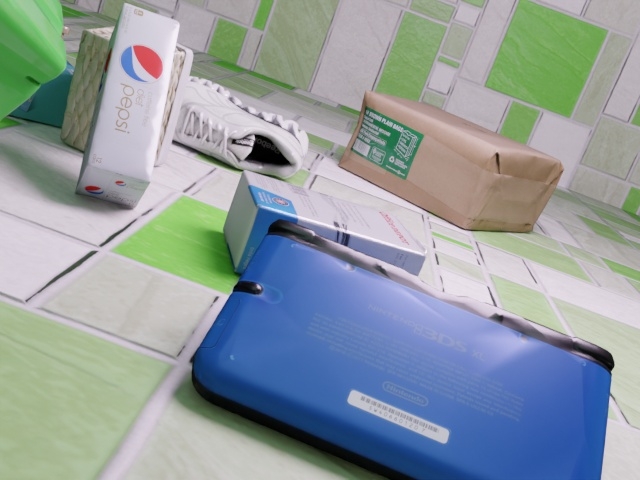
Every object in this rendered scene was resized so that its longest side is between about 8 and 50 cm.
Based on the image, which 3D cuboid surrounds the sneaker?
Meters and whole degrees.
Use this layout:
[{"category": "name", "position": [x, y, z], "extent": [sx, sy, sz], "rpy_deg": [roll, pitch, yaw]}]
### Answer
[{"category": "sneaker", "position": [-0.156, -0.175, 1.295], "extent": [0.292, 0.110, 0.118], "rpy_deg": [18, 24, -10]}]

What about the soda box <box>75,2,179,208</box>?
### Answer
[{"category": "soda box", "position": [-0.212, -0.150, 0.917], "extent": [0.069, 0.216, 0.074], "rpy_deg": [14, -27, -21]}]

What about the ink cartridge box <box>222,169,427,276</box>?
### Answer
[{"category": "ink cartridge box", "position": [0.000, 0.000, 0.902], "extent": [0.191, 0.082, 0.139], "rpy_deg": [17, 15, -17]}]

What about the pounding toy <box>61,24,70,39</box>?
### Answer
[{"category": "pounding toy", "position": [-0.584, -0.421, 1.476], "extent": [0.270, 0.154, 0.154], "rpy_deg": [14, 12, -25]}]

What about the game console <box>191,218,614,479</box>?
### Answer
[{"category": "game console", "position": [0.066, 0.118, 0.680], "extent": [0.293, 0.173, 0.250], "rpy_deg": [22, 46, 6]}]

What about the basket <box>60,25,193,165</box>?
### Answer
[{"category": "basket", "position": [-0.254, -0.185, 1.073], "extent": [0.113, 0.167, 0.103], "rpy_deg": [24, 21, 16]}]

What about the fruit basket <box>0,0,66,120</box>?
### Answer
[{"category": "fruit basket", "position": [-0.461, -0.303, 0.817], "extent": [0.392, 0.283, 0.392], "rpy_deg": [52, 14, -19]}]

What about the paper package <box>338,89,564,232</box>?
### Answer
[{"category": "paper package", "position": [0.258, -0.154, 1.638], "extent": [0.325, 0.168, 0.310], "rpy_deg": [32, 18, 34]}]

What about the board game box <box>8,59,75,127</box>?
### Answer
[{"category": "board game box", "position": [-0.523, -0.261, 1.139], "extent": [0.336, 0.079, 0.254], "rpy_deg": [10, 18, -35]}]
